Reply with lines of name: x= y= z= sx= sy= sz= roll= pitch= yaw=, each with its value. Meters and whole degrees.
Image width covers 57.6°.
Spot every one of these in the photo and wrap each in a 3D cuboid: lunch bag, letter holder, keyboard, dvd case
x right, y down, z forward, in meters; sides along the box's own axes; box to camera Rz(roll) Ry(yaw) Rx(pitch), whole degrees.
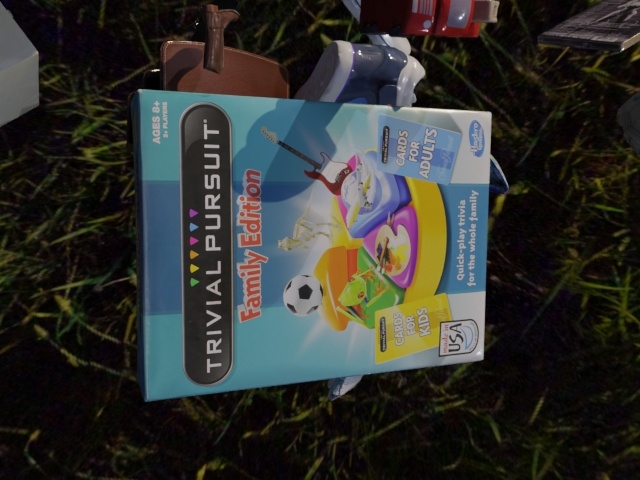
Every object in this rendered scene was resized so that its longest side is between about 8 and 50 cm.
lunch bag: x=0.450 y=-0.190 z=1.601 sx=0.151 sy=0.129 sz=0.096 roll=38 pitch=110 yaw=-1
letter holder: x=-0.227 y=-0.282 z=1.207 sx=0.152 sy=0.302 sz=0.214 roll=9 pitch=99 yaw=47
keyboard: x=-0.324 y=-0.646 z=1.728 sx=0.100 sy=0.038 sz=0.192 roll=30 pitch=84 yaw=-5
dvd case: x=0.511 y=-0.378 z=0.992 sx=0.221 sy=0.164 sz=0.018 roll=-32 pitch=124 yaw=-17

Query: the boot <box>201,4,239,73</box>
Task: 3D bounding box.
boot: x=-0.178 y=-0.355 z=1.042 sx=0.037 sy=0.106 sz=0.114 roll=4 pitch=104 yaw=27

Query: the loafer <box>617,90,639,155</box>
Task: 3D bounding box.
loafer: x=0.489 y=-0.216 z=0.655 sx=0.319 sy=0.112 sz=0.111 roll=-40 pitch=49 yaw=30

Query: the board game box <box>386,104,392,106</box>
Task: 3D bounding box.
board game box: x=0.141 y=-0.109 z=0.985 sx=0.147 sy=0.045 sz=0.193 roll=38 pitch=143 yaw=24

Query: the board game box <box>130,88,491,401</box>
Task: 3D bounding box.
board game box: x=0.000 y=0.000 z=0.555 sx=0.336 sy=0.079 sz=0.253 roll=-2 pitch=95 yaw=-22

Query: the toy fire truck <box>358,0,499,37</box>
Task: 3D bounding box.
toy fire truck: x=0.107 y=-0.206 z=0.521 sx=0.135 sy=0.192 sz=0.047 roll=-2 pitch=111 yaw=-12

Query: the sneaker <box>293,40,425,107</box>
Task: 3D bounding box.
sneaker: x=0.081 y=-0.280 z=1.235 sx=0.236 sy=0.323 sz=0.130 roll=4 pitch=62 yaw=-23

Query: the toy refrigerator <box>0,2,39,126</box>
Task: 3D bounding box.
toy refrigerator: x=-0.506 y=-0.272 z=0.911 sx=0.094 sy=0.269 sz=0.102 roll=-40 pitch=102 yaw=-22

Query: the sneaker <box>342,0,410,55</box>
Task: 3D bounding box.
sneaker: x=0.139 y=-0.483 z=1.252 sx=0.091 sy=0.258 sz=0.094 roll=-19 pitch=59 yaw=32

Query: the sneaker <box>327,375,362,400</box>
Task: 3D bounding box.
sneaker: x=0.053 y=0.290 z=1.265 sx=0.080 sy=0.212 sz=0.094 roll=33 pitch=58 yaw=20
